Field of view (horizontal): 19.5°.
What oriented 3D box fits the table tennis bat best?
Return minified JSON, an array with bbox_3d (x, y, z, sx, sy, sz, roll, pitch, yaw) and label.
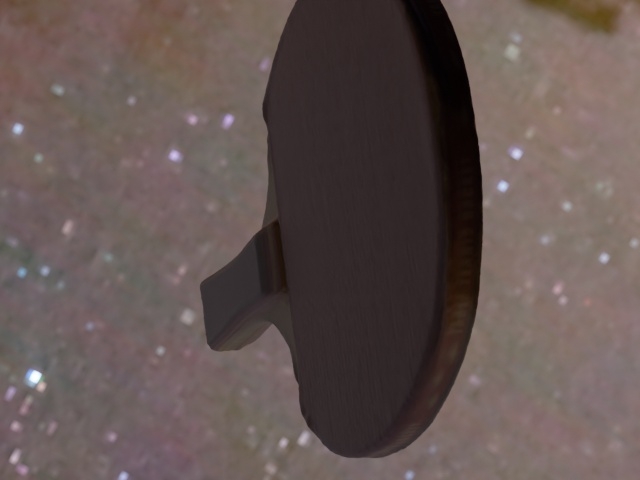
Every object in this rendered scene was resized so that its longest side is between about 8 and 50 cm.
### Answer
[{"bbox_3d":[0.000,0.000,0.531,0.019,0.220,0.130,-3,-103,-18],"label":"table tennis bat"}]
